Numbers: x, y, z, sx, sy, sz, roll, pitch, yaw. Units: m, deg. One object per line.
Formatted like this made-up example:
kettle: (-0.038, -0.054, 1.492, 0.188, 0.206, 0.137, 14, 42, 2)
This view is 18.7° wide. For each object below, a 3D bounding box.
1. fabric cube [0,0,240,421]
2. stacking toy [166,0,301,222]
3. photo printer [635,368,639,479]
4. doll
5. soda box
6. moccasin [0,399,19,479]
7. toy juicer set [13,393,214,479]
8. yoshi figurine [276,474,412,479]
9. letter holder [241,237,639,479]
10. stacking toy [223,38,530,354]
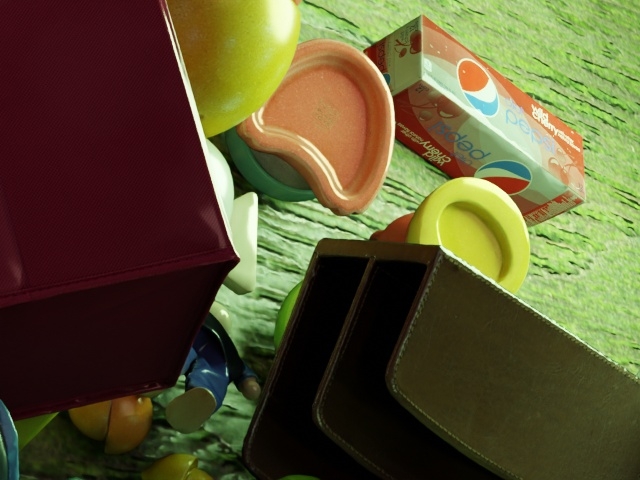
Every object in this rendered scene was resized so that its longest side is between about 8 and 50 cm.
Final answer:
fabric cube: (-0.220, -0.038, 1.211, 0.259, 0.254, 0.258, -12, 71, -19)
stacking toy: (-0.115, -0.204, 1.558, 0.350, 0.350, 0.480, 15, 70, -47)
photo printer: (0.312, 0.210, 1.743, 0.107, 0.307, 0.256, 26, 19, -4)
doll: (-0.098, 0.081, 1.496, 0.129, 0.046, 0.189, 46, 15, -5)
soda box: (0.159, -0.117, 1.986, 0.263, 0.083, 0.092, 33, 43, -35)
moccasin: (-0.256, 0.246, 1.108, 0.117, 0.137, 0.342, 5, 84, -41)
toy juicer set: (-0.131, 0.227, 1.370, 0.329, 0.089, 0.209, 61, 20, 15)
yoshi figurine: (0.108, 0.278, 1.431, 0.362, 0.203, 0.203, 35, -10, 40)
letter holder: (0.110, 0.159, 1.596, 0.302, 0.152, 0.214, 32, 72, -35)
stacking toy: (0.000, 0.000, 1.723, 0.309, 0.130, 0.279, 47, 62, -14)
